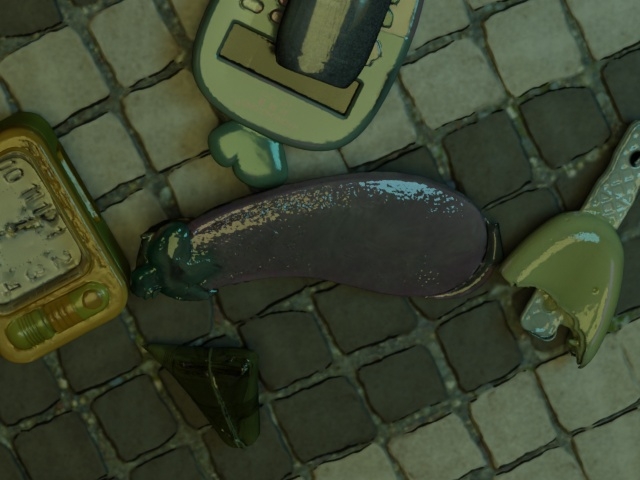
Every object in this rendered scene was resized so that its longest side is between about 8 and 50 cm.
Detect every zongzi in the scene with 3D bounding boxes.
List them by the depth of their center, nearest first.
[{"bbox_3d":[-0.115,0.149,1.905,0.113,0.052,0.104,3,112,9],"label":"zongzi"}]

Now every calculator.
[{"bbox_3d":[-0.014,-0.190,1.815,0.185,0.041,0.299,24,101,-10],"label":"calculator"}]

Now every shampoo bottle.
[{"bbox_3d":[0.033,-0.254,1.756,0.087,0.049,0.234,20,100,-11],"label":"shampoo bottle"}]

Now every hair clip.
[{"bbox_3d":[0.000,-0.002,1.851,0.358,0.095,0.110,-2,79,-7],"label":"hair clip"}]

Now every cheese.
[{"bbox_3d":[0.259,-0.005,1.880,0.127,0.050,0.235,29,99,-14],"label":"cheese"}]

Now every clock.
[{"bbox_3d":[-0.274,-0.003,1.824,0.143,0.096,0.202,-27,105,7],"label":"clock"}]
